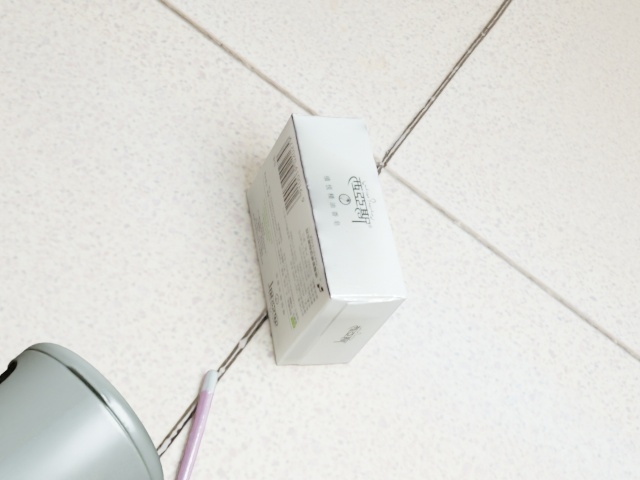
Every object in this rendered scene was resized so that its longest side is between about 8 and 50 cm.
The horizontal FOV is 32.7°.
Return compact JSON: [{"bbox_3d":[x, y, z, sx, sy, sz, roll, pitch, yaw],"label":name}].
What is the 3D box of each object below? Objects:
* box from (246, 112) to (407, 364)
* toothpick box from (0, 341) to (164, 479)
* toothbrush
[{"bbox_3d":[0.000,0.000,1.358,0.111,0.194,0.260,-1,62,-24],"label":"box"},{"bbox_3d":[-0.319,0.273,1.045,0.229,0.229,0.316,45,56,7],"label":"toothpick box"},{"bbox_3d":[-0.155,0.273,1.234,0.025,0.020,0.286,26,54,-18],"label":"toothbrush"}]
